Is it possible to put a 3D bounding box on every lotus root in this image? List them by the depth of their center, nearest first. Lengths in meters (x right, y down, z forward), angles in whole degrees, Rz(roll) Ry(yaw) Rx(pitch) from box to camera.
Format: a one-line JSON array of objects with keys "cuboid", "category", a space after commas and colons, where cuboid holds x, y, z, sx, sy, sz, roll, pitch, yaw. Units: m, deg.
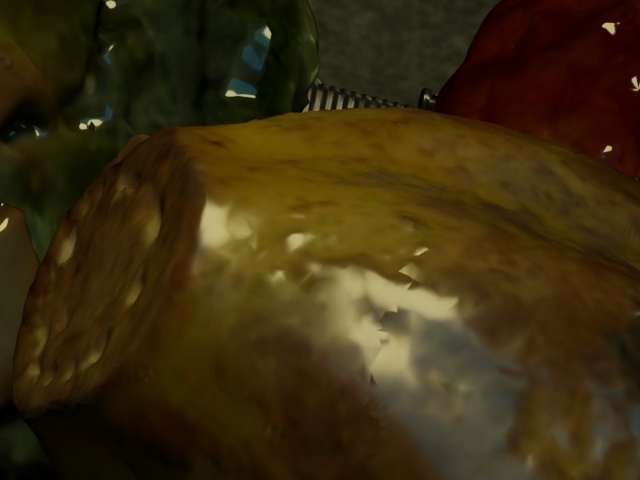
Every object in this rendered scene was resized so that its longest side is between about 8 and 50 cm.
[{"cuboid": [0.057, 0.082, 0.476, 0.291, 0.193, 0.193, 41, 54, -14], "category": "lotus root"}]

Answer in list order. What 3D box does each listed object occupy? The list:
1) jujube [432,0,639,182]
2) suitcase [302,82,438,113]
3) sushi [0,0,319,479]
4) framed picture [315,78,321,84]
[{"cuboid": [0.149, -0.029, 0.665, 0.197, 0.197, 0.290, 37, 43, 19], "category": "jujube"}, {"cuboid": [0.000, 0.000, 0.697, 0.086, 0.059, 0.126, 13, 64, -5], "category": "suitcase"}, {"cuboid": [-0.147, -0.065, 0.577, 0.294, 0.178, 0.351, 7, 76, -41], "category": "sushi"}, {"cuboid": [-0.137, -0.089, 0.781, 0.216, 0.016, 0.273, -21, 59, -20], "category": "framed picture"}]
